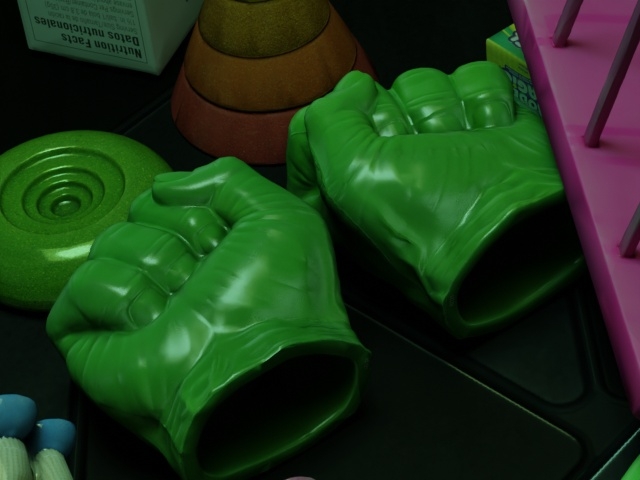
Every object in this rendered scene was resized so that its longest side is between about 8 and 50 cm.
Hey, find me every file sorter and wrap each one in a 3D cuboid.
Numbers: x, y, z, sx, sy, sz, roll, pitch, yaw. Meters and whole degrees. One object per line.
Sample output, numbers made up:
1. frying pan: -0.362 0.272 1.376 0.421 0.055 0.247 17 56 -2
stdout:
1. file sorter: 0.228 -0.089 0.834 0.202 0.182 0.291 1 50 -15

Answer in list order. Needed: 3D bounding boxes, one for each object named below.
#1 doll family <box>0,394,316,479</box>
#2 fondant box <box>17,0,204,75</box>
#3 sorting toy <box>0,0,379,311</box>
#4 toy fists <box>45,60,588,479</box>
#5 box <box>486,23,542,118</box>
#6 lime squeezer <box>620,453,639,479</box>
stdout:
1. doll family: -0.053 0.174 0.685 0.118 0.263 0.163 -43 51 24
2. fondant box: -0.104 -0.298 1.049 0.096 0.330 0.238 13 48 18
3. sorting toy: -0.121 -0.061 0.956 0.365 0.126 0.127 -36 51 -27
4. toy fists: 0.000 0.000 0.898 0.279 0.096 0.142 -30 48 -20
5. box: 0.173 -0.104 1.019 0.179 0.043 0.105 -33 50 -22
6. lime squeezer: 0.122 0.175 0.729 0.110 0.059 0.310 -4 43 4
